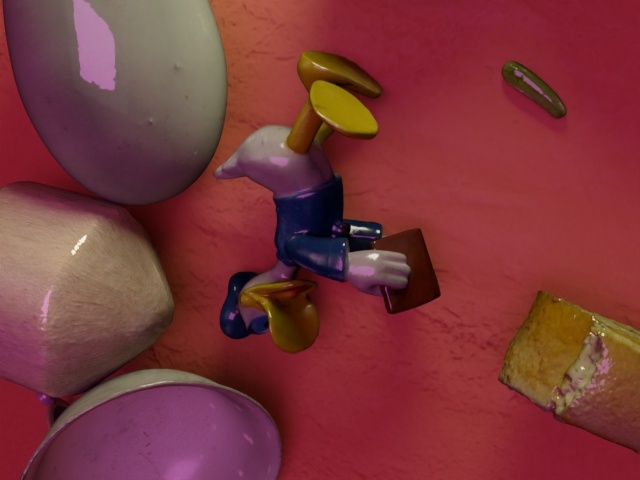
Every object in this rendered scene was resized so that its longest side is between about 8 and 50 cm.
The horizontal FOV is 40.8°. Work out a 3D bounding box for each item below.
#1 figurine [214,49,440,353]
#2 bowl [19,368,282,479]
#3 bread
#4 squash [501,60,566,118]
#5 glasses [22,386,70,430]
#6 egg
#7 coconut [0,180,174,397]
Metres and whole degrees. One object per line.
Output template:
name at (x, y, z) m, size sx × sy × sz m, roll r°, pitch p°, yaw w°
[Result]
figurine at (0.000, 0.000, 0.992) m, size 0.283 × 0.204 × 0.338 m, roll 37°, pitch 116°, yaw -1°
bowl at (-0.217, 0.254, 1.040) m, size 0.313 × 0.146 × 0.313 m, roll -13°, pitch 124°, yaw -21°
bread at (0.324, 0.154, 0.901) m, size 0.257 × 0.186 × 0.124 m, roll 22°, pitch 98°, yaw 1°
squash at (0.240, -0.169, 0.959) m, size 0.089 × 0.027 × 0.027 m, roll 38°, pitch 104°, yaw 4°
glasses at (-0.416, 0.250, 1.162) m, size 0.220 × 0.088 × 0.189 m, roll -39°, pitch 88°, yaw 35°
egg at (-0.226, -0.221, 0.949) m, size 0.230 × 0.230 × 0.371 m, roll -8°, pitch 103°, yaw 14°
coconut at (-0.299, 0.061, 1.007) m, size 0.266 × 0.237 × 0.237 m, roll 12°, pitch 100°, yaw 17°
